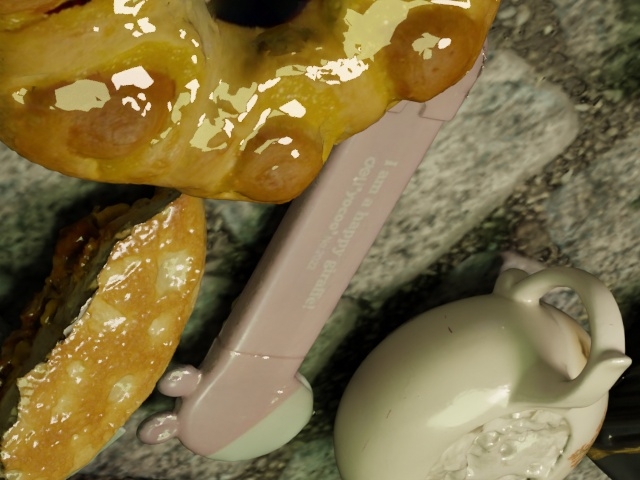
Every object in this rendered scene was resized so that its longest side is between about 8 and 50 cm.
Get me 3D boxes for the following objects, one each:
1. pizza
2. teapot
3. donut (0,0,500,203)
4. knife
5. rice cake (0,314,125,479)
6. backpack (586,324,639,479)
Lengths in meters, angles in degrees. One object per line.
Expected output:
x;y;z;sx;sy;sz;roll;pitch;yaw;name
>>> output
-0.143;0.060;1.193;0.127;0.058;0.246;6;113;-50;pizza
0.115;0.126;1.366;0.204;0.139;0.298;3;133;-27;teapot
-0.051;-0.161;0.963;0.299;0.150;0.317;-24;139;-3;donut
0.000;-0.001;1.248;0.132;0.038;0.399;5;129;-34;knife
-0.245;0.140;1.266;0.198;0.037;0.189;-33;140;7;rice cake
0.337;0.121;1.446;0.258;0.133;0.206;-8;149;37;backpack
